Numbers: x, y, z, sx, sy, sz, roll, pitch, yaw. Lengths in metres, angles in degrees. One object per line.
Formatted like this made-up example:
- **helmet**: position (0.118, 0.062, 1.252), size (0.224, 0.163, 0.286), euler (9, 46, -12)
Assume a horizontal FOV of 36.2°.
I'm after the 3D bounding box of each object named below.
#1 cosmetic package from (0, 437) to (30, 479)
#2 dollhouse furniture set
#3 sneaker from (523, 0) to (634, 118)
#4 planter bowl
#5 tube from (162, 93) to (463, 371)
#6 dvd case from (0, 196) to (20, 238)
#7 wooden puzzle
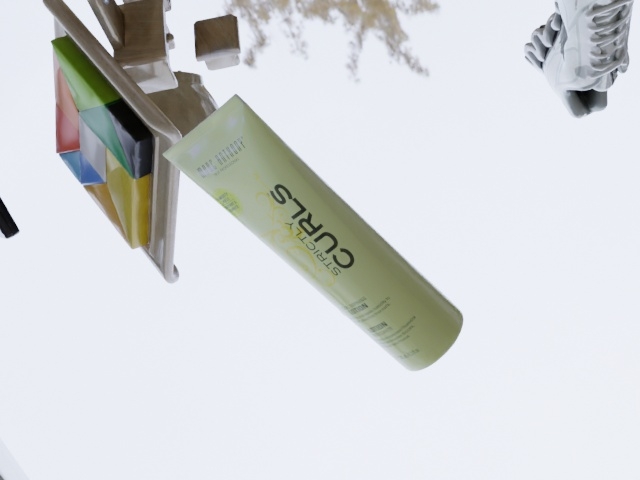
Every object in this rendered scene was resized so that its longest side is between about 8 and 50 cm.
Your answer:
- **cosmetic package**: position (-0.464, 0.302, 1.210), size (0.151, 0.183, 0.151), euler (-37, -97, -13)
- **dollhouse furniture set**: position (-0.046, -0.338, 0.971), size (0.356, 0.174, 0.303), euler (-10, -121, 5)
- **sneaker**: position (0.304, -0.239, 1.075), size (0.110, 0.292, 0.118), euler (-16, -111, -1)
- **planter bowl**: position (-0.193, -0.152, 1.223), size (0.162, 0.162, 0.109), euler (-2, -90, 13)
- **tube**: position (0.000, 0.000, 0.694), size (0.070, 0.062, 0.240), euler (-45, -72, 5)
- **dvd case**: position (-0.449, -0.087, 1.219), size (0.022, 0.253, 0.180), euler (-33, -73, -22)
- **wooden puzzle**: position (-0.210, -0.092, 0.963), size (0.044, 0.238, 0.221), euler (-29, -120, -26)
